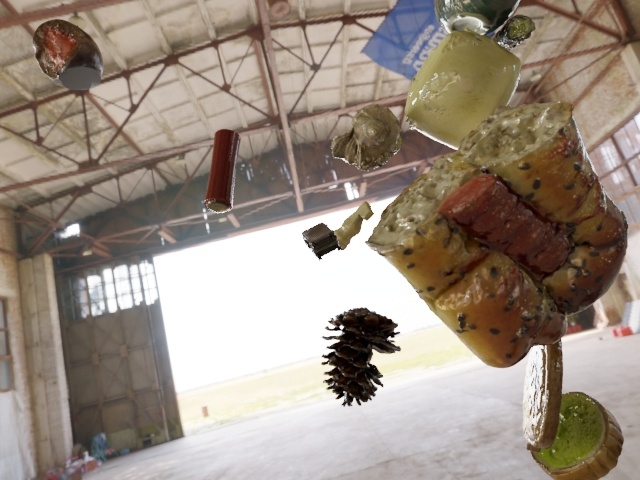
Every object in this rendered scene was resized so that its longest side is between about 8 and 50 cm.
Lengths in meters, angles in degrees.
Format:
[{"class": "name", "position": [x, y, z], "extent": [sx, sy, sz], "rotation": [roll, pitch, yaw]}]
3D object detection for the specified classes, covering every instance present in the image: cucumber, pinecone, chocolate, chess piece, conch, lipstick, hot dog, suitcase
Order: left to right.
[{"class": "chocolate", "position": [-0.523, -0.389, 0.961], "extent": [0.124, 0.133, 0.127], "rotation": [-16, -5, -27]}, {"class": "lipstick", "position": [-0.273, -0.197, 1.298], "extent": [0.080, 0.242, 0.080], "rotation": [2, -24, 1]}, {"class": "suitcase", "position": [0.000, 0.000, 1.323], "extent": [0.086, 0.059, 0.126], "rotation": [-25, 26, -9]}, {"class": "chess piece", "position": [0.126, -0.061, 1.797], "extent": [0.200, 0.090, 0.090], "rotation": [-48, -23, 12]}, {"class": "pinecone", "position": [0.114, 0.341, 1.356], "extent": [0.246, 0.293, 0.246], "rotation": [12, -14, 3]}, {"class": "conch", "position": [0.112, -0.264, 1.197], "extent": [0.178, 0.163, 0.245], "rotation": [-4, 14, 1]}, {"class": "cucumber", "position": [0.474, -0.517, 1.226], "extent": [0.067, 0.067, 0.245], "rotation": [-14, 4, -3]}, {"class": "hot dog", "position": [0.323, 0.019, 0.770], "extent": [0.367, 0.365, 0.196], "rotation": [-41, 25, 0]}]

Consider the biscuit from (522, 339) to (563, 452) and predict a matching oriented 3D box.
[{"class": "biscuit", "position": [0.514, 0.344, 1.087], "extent": [0.049, 0.273, 0.257], "rotation": [10, -28, 17]}]

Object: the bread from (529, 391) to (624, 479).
[{"class": "bread", "position": [0.640, 0.501, 1.181], "extent": [0.236, 0.070, 0.236], "rotation": [-45, 15, 16]}]

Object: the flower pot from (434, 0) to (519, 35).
[{"class": "flower pot", "position": [0.390, -0.608, 1.162], "extent": [0.189, 0.157, 0.243], "rotation": [20, 1, -15]}]

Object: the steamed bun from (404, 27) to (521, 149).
[{"class": "steamed bun", "position": [0.340, -0.363, 1.132], "extent": [0.273, 0.231, 0.166], "rotation": [-57, 3, 18]}]

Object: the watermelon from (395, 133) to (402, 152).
[{"class": "watermelon", "position": [0.195, -0.296, 1.418], "extent": [0.105, 0.106, 0.062], "rotation": [-13, -23, -5]}]
